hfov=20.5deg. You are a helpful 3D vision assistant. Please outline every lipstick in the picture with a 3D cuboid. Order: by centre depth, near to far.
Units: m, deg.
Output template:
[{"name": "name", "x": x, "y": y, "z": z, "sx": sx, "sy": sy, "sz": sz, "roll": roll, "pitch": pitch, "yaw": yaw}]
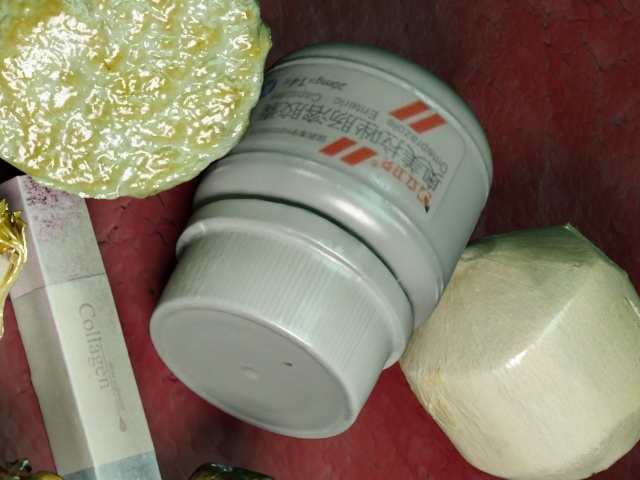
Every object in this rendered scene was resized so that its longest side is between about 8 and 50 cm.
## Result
[{"name": "lipstick", "x": -0.211, "y": 0.099, "z": 1.527, "sx": 0.066, "sy": 0.068, "sz": 0.317, "roll": -12, "pitch": 83, "yaw": -39}]

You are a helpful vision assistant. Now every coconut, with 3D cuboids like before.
[{"name": "coconut", "x": 0.203, "y": 0.098, "z": 1.734, "sx": 0.245, "sy": 0.245, "sz": 0.247, "roll": -47, "pitch": 116, "yaw": -37}]

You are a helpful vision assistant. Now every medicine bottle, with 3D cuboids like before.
[{"name": "medicine bottle", "x": 0.000, "y": 0.000, "z": 1.604, "sx": 0.245, "sy": 0.245, "sz": 0.306, "roll": 40, "pitch": 57, "yaw": -21}]

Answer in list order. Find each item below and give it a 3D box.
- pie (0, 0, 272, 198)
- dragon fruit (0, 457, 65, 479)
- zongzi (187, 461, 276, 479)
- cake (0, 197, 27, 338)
[{"name": "pie", "x": -0.178, "y": -0.163, "z": 1.508, "sx": 0.274, "sy": 0.105, "sz": 0.257, "roll": 5, "pitch": 96, "yaw": -14}, {"name": "dragon fruit", "x": -0.282, "y": 0.262, "z": 1.298, "sx": 0.314, "sy": 0.263, "sz": 0.296, "roll": 14, "pitch": 68, "yaw": -33}, {"name": "zongzi", "x": -0.132, "y": 0.311, "z": 1.461, "sx": 0.242, "sy": 0.112, "sz": 0.221, "roll": -20, "pitch": 119, "yaw": -35}, {"name": "cake", "x": -0.280, "y": 0.053, "z": 1.464, "sx": 0.080, "sy": 0.116, "sz": 0.185, "roll": 32, "pitch": 54, "yaw": -28}]
